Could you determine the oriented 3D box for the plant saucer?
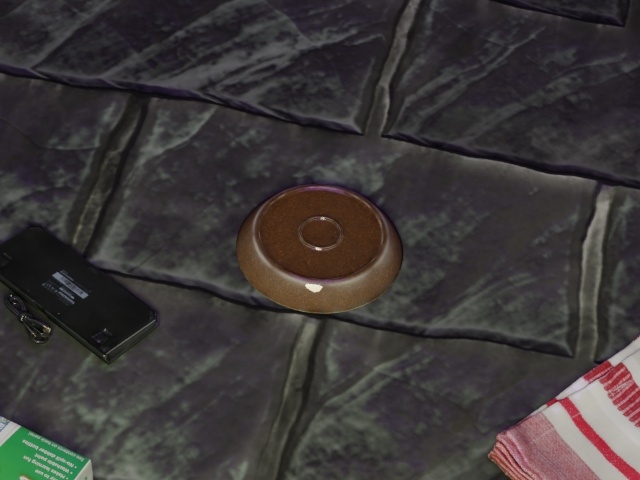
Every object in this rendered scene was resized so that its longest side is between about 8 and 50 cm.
[{"bbox_3d":[0.000,0.000,1.810,0.168,0.029,0.168,3,47,-3],"label":"plant saucer"}]

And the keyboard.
[{"bbox_3d":[-0.253,0.057,1.743,0.180,0.023,0.108,34,48,24],"label":"keyboard"}]

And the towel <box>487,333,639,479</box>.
[{"bbox_3d":[0.349,0.183,1.668,0.329,0.037,0.237,-31,58,-28],"label":"towel"}]

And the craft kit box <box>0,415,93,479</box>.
[{"bbox_3d":[-0.365,0.237,1.552,0.250,0.061,0.246,23,53,16],"label":"craft kit box"}]
